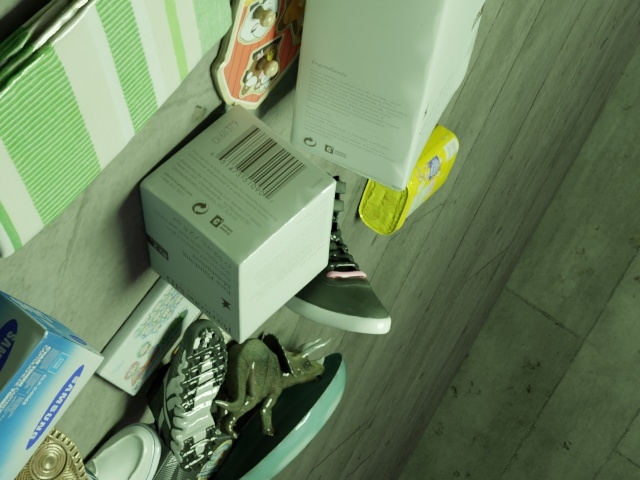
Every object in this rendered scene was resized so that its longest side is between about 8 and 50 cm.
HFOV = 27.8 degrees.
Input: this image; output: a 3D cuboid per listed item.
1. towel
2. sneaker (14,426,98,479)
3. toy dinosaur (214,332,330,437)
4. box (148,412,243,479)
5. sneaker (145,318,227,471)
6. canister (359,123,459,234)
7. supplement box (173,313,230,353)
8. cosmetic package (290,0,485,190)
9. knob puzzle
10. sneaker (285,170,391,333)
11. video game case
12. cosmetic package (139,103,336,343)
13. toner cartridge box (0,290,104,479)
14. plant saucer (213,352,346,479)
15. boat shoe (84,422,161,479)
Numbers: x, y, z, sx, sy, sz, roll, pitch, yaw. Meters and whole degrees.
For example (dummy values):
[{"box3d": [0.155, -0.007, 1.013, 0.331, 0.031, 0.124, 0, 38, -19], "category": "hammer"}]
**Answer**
[{"box3d": [-0.194, -0.146, 1.112, 0.325, 0.038, 0.248, -52, 164, -19], "category": "towel"}, {"box3d": [-0.321, 0.271, 1.483, 0.099, 0.153, 0.282, -48, 132, -16], "category": "sneaker"}, {"box3d": [-0.110, 0.206, 1.922, 0.313, 0.121, 0.160, 15, 85, -63], "category": "toy dinosaur"}, {"box3d": [-0.238, 0.366, 1.918, 0.216, 0.060, 0.270, -57, 163, 6], "category": "box"}, {"box3d": [-0.182, 0.187, 1.674, 0.078, 0.106, 0.234, -24, 136, -38], "category": "sneaker"}, {"box3d": [0.144, -0.100, 2.058, 0.170, 0.073, 0.126, -41, 158, -43], "category": "canister"}, {"box3d": [-0.149, 0.127, 1.749, 0.098, 0.036, 0.062, -54, 164, -6], "category": "supplement box"}, {"box3d": [0.088, -0.265, 1.392, 0.385, 0.156, 0.217, 101, 15, -57], "category": "cosmetic package"}, {"box3d": [-0.047, -0.214, 1.392, 0.213, 0.030, 0.213, -49, 163, -21], "category": "knob puzzle"}, {"box3d": [-0.001, 0.000, 1.570, 0.104, 0.296, 0.147, 5, 111, -36], "category": "sneaker"}, {"box3d": [-0.207, 0.113, 1.592, 0.157, 0.019, 0.143, -52, 163, -9], "category": "video game case"}, {"box3d": [-0.090, -0.016, 1.427, 0.151, 0.151, 0.184, -42, 159, -24], "category": "cosmetic package"}, {"box3d": [-0.367, 0.221, 1.263, 0.348, 0.075, 0.165, -54, 164, -6], "category": "toner cartridge box"}, {"box3d": [-0.066, 0.309, 2.084, 0.317, 0.044, 0.317, -43, -174, 6], "category": "plant saucer"}, {"box3d": [-0.291, 0.332, 1.667, 0.226, 0.083, 0.076, -54, 164, -2], "category": "boat shoe"}]
